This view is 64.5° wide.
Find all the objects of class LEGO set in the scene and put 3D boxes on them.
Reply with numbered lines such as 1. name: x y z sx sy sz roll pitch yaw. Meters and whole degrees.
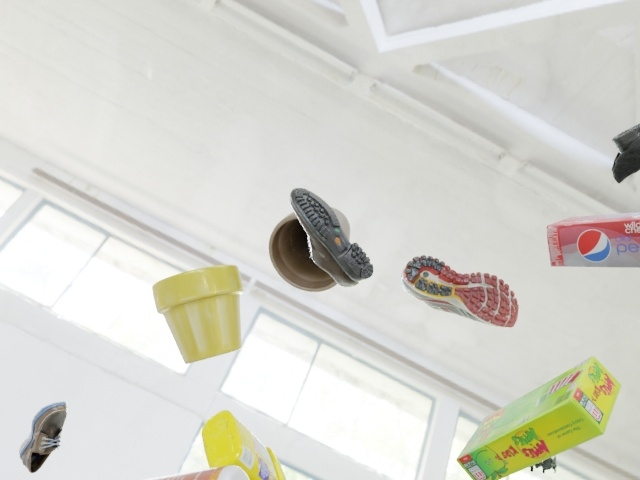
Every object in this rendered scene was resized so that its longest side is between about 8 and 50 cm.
1. LEGO set: 0.282 0.283 0.678 0.054 0.083 0.023 -24 -59 3

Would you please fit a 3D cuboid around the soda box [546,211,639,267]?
1. soda box: 0.534 -0.002 0.874 0.263 0.092 0.083 -3 -80 58

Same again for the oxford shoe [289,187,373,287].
1. oxford shoe: 0.000 0.000 1.005 0.096 0.083 0.227 -37 -95 43

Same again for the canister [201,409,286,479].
1. canister: -0.136 0.398 0.913 0.170 0.073 0.126 59 -5 -34

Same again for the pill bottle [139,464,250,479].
1. pill bottle: -0.195 0.353 0.619 0.216 0.121 0.121 -12 -42 8

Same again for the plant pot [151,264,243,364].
1. plant pot: -0.331 0.216 1.454 0.254 0.239 0.254 -16 -9 -3

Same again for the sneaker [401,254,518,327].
1. sneaker: 0.254 0.096 0.930 0.225 0.088 0.093 25 -20 3

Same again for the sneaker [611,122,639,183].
1. sneaker: 0.640 -0.187 0.979 0.170 0.051 0.089 -30 -86 28

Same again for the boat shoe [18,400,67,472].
1. boat shoe: -0.584 0.423 1.088 0.066 0.183 0.066 7 33 -49

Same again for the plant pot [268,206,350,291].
1. plant pot: -0.004 0.001 1.630 0.263 0.229 0.263 8 -64 18

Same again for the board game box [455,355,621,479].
1. board game box: 0.244 0.210 0.580 0.043 0.092 0.181 49 -48 14
